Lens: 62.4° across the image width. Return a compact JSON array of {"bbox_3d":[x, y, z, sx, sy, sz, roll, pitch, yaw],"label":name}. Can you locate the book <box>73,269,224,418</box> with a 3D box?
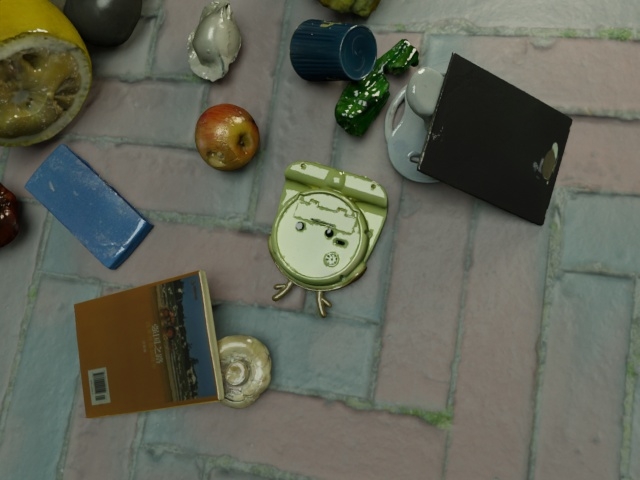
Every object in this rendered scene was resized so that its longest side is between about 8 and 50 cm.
[{"bbox_3d":[-0.377,0.228,1.123,0.373,0.028,0.263,-15,79,24],"label":"book"}]

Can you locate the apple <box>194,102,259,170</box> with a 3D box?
[{"bbox_3d":[-0.200,-0.226,1.158,0.146,0.146,0.147,-1,81,8],"label":"apple"}]

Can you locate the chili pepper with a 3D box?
[{"bbox_3d":[0.120,-0.340,1.161,0.099,0.083,0.253,33,80,30],"label":"chili pepper"}]

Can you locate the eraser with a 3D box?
[{"bbox_3d":[-0.547,-0.082,1.240,0.312,0.042,0.144,41,89,12],"label":"eraser"}]

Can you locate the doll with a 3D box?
[{"bbox_3d":[-0.577,-0.688,1.238,0.382,0.252,0.379,19,85,17],"label":"doll"}]

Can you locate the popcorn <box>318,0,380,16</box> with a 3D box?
[{"bbox_3d":[0.067,-0.641,1.151,0.225,0.276,0.277,19,84,-26],"label":"popcorn"}]

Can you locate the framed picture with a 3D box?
[{"bbox_3d":[0.357,-0.195,1.053,0.323,0.013,0.244,20,84,-22],"label":"framed picture"}]

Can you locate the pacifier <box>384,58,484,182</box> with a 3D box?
[{"bbox_3d":[0.218,-0.265,1.075,0.227,0.207,0.279,16,84,28],"label":"pacifier"}]

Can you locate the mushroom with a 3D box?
[{"bbox_3d":[-0.173,0.272,1.094,0.154,0.122,0.154,0,87,-3],"label":"mushroom"}]

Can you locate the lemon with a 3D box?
[{"bbox_3d":[-0.721,-0.416,1.169,0.364,0.364,0.365,-1,81,8],"label":"lemon"}]

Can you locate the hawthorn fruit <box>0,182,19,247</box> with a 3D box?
[{"bbox_3d":[-0.807,-0.054,1.209,0.202,0.185,0.185,-20,79,9],"label":"hawthorn fruit"}]

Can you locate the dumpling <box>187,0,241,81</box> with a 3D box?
[{"bbox_3d":[-0.252,-0.463,1.228,0.127,0.108,0.188,13,98,36],"label":"dumpling"}]

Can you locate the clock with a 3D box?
[{"bbox_3d":[0.000,0.000,1.121,0.234,0.096,0.308,17,86,10],"label":"clock"}]

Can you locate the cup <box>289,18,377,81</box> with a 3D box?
[{"bbox_3d":[0.046,-0.408,1.137,0.155,0.176,0.131,26,129,46],"label":"cup"}]
